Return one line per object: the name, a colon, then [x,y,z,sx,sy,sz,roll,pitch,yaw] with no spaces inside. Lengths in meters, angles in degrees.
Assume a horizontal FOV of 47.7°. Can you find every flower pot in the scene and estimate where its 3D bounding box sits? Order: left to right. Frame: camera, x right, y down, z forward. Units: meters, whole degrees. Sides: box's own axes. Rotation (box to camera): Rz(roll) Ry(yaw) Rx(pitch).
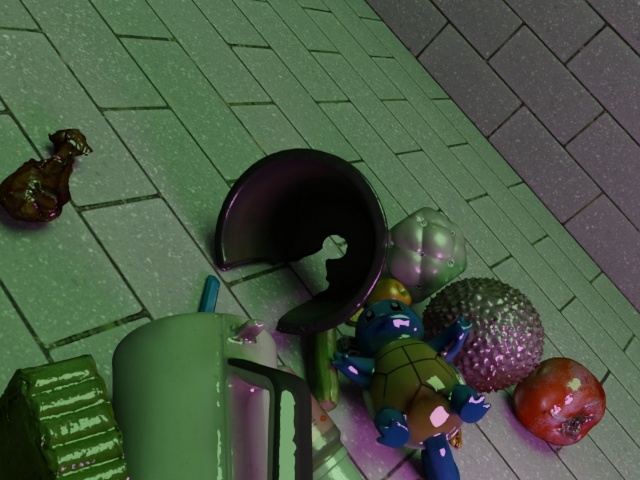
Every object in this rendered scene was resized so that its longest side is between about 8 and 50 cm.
flower pot: [0.000,0.000,1.552,0.379,0.379,0.251,55,16,17]
flower pot: [0.255,0.041,1.853,0.195,0.246,0.246,56,33,9]

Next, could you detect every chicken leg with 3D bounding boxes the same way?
chicken leg: [-0.492,-0.123,1.333,0.113,0.093,0.304,18,31,-7]

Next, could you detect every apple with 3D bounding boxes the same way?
apple: [0.165,0.145,1.749,0.114,0.102,0.099,34,38,-13]

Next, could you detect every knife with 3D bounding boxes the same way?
knife: [-0.218,0.165,1.364,0.044,0.026,0.296,34,30,-21]

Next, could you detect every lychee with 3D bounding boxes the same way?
lychee: [0.377,0.226,1.723,0.300,0.300,0.300,30,34,-23]

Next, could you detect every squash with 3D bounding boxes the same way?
squash: [0.005,0.246,1.484,0.066,0.066,0.228,28,35,-25]

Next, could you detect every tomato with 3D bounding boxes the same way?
tomato: [0.608,0.403,1.853,0.232,0.232,0.188,23,15,-31]

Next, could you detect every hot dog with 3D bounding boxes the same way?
hot dog: [0.309,0.436,1.650,0.037,0.021,0.083,32,34,-21]

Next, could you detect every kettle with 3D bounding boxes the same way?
kettle: [-0.132,0.291,0.973,0.250,0.361,0.376,25,39,-34]

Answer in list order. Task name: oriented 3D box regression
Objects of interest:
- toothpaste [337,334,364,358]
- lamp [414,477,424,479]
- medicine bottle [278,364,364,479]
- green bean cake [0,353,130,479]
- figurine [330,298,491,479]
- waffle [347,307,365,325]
toothpaste: [0.115,0.252,1.631,0.179,0.037,0.043,18,41,-36]
lamp: [0.164,0.514,1.121,0.247,0.301,0.247,6,48,-46]
medicine bottle: [-0.041,0.344,1.243,0.247,0.147,0.147,50,32,10]
green bean cake: [-0.338,0.271,0.922,0.113,0.214,0.200,-2,54,-42]
figurine: [0.199,0.297,1.461,0.243,0.298,0.416,71,-2,-70]
waffle: [0.082,0.145,1.732,0.098,0.023,0.152,18,39,-38]
